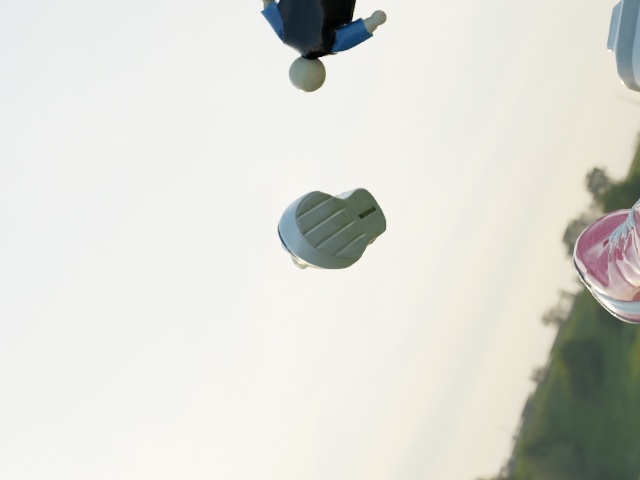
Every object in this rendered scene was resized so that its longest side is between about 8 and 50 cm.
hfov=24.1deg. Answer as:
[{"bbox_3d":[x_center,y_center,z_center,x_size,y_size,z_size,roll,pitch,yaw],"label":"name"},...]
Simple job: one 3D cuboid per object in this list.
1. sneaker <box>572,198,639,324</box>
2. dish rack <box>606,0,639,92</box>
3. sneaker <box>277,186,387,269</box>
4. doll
[{"bbox_3d":[0.298,-0.005,1.215,0.116,0.136,0.314,-38,20,-13],"label":"sneaker"},{"bbox_3d":[0.352,-0.280,1.364,0.285,0.072,0.333,-1,-80,-54],"label":"dish rack"},{"bbox_3d":[0.000,0.000,1.691,0.091,0.094,0.258,-33,-7,19],"label":"sneaker"},{"bbox_3d":[0.005,-0.231,1.432,0.046,0.129,0.189,-37,-37,-68],"label":"doll"}]
